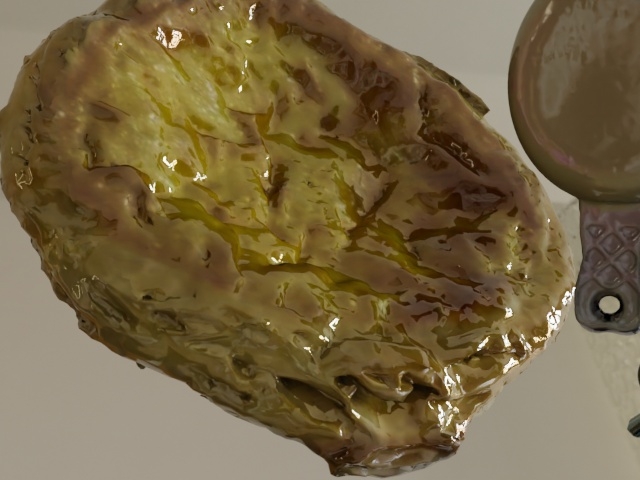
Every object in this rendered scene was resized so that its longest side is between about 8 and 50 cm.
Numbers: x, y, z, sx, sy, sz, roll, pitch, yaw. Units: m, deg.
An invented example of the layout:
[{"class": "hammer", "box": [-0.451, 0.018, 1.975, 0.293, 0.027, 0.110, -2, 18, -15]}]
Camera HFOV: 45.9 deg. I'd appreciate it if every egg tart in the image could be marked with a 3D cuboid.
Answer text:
[{"class": "egg tart", "box": [-0.020, -0.020, 0.446, 0.341, 0.341, 0.129, 15, -45, -20]}]

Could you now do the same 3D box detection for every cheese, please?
[{"class": "cheese", "box": [0.143, -0.044, 0.351, 0.092, 0.171, 0.048, -18, -4, 27]}]

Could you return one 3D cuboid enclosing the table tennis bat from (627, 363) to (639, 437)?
[{"class": "table tennis bat", "box": [0.490, 0.226, 1.068, 0.033, 0.124, 0.201, -31, -28, -30]}]
